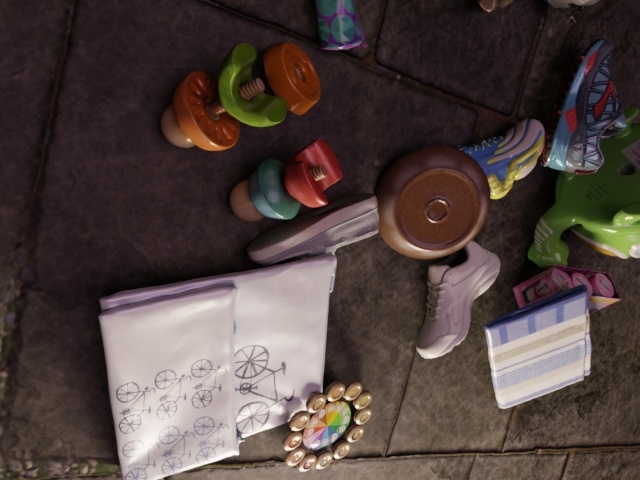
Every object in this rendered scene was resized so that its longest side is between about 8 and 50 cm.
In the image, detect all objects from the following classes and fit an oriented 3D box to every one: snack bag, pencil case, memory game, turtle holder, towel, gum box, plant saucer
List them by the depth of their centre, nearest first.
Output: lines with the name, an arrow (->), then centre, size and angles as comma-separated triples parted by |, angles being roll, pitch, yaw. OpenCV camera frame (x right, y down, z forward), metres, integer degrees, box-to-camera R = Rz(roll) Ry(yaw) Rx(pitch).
pencil case -> 0.024, -0.345, 0.816 | 0.070, 0.064, 0.151 | -7, 108, -2
snack bag -> -0.129, 0.189, 0.849 | 0.342, 0.037, 0.323 | -10, 120, -26
plant saucer -> 0.187, -0.054, 0.957 | 0.199, 0.036, 0.198 | -2, 111, -4
memory game -> 0.015, 0.317, 0.993 | 0.186, 0.012, 0.186 | -18, 124, -28
turtle holder -> 0.567, -0.060, 1.100 | 0.320, 0.243, 0.227 | -54, 139, -12
towel -> 0.427, 0.214, 1.139 | 0.209, 0.034, 0.285 | -22, 130, 1
gum box -> 0.487, 0.106, 1.165 | 0.188, 0.107, 0.062 | 8, 57, -31

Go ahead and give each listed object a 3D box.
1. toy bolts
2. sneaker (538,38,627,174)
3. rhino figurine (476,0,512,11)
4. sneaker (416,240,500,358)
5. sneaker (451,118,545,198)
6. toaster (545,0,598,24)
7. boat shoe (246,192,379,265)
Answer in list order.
toy bolts -> -0.086, -0.139, 0.799 | 0.228, 0.158, 0.218 | 60, 31, -17
sneaker -> 0.487, -0.233, 1.050 | 0.125, 0.104, 0.262 | 22, 82, 8
rhino figurine -> 0.278, -0.480, 0.909 | 0.073, 0.106, 0.243 | 2, 105, 12
sneaker -> 0.219, 0.095, 1.040 | 0.115, 0.090, 0.232 | 37, 75, -25
sneaker -> 0.286, -0.140, 1.003 | 0.126, 0.091, 0.240 | 42, 82, -30
toaster -> 0.412, -0.492, 0.963 | 0.146, 0.129, 0.227 | 24, 92, -28
boat shoe -> 0.000, 0.000, 0.884 | 0.227, 0.079, 0.081 | -24, 109, -26
